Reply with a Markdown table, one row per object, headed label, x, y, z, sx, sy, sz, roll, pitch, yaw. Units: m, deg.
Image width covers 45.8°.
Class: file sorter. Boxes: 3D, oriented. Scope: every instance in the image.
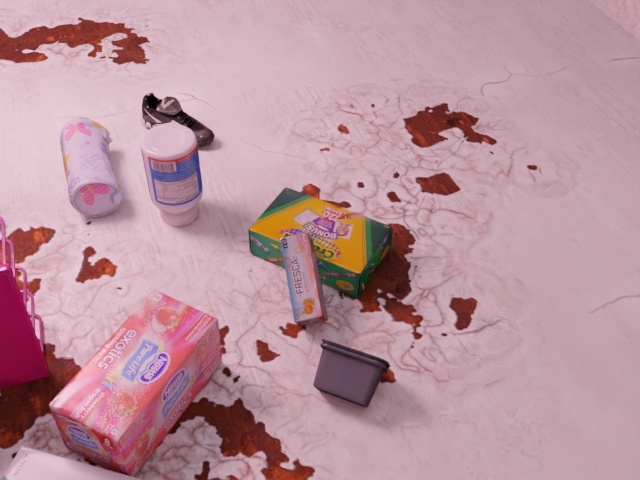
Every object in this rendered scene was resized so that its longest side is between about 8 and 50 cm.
| label | x | y | z | sx | sy | sz | roll | pitch | yaw |
| --- | --- | --- | --- | --- | --- | --- | --- | --- | --- |
| file sorter | -0.644 | 0.120 | 1.403 | 0.202 | 0.291 | 0.182 | -12 | 44 | -13 |

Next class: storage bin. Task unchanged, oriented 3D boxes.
| label | x | y | z | sx | sy | sz | roll | pitch | yaw |
| --- | --- | --- | --- | --- | --- | --- | --- | --- | --- |
| storage bin | 0.053 | 0.255 | 1.436 | 0.135 | 0.098 | 0.091 | 18 | 75 | 15 |

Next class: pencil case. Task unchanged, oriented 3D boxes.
| label | x | y | z | sx | sy | sz | roll | pitch | yaw |
| --- | --- | --- | --- | --- | --- | --- | --- | --- | --- |
| pencil case | -0.555 | -0.178 | 1.829 | 0.124 | 0.114 | 0.273 | 3 | 41 | -27 |

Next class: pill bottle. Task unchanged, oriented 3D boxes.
| label | x | y | z | sx | sy | sz | roll | pitch | yaw |
| --- | --- | --- | --- | --- | --- | --- | --- | --- | --- |
| pill bottle | -0.332 | -0.143 | 1.721 | 0.124 | 0.222 | 0.124 | 1 | 45 | -1 |

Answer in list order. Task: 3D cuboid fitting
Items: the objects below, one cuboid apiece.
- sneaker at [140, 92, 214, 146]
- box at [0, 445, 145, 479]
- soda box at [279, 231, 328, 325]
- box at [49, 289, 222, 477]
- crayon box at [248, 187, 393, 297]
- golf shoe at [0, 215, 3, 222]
| label | x | y | z | sx | sy | sz | roll | pitch | yaw |
| --- | --- | --- | --- | --- | --- | --- | --- | --- | --- |
| sneaker | -0.381 | -0.319 | 1.979 | 0.234 | 0.106 | 0.078 | 25 | 50 | 22 |
| box | -0.392 | 0.477 | 1.213 | 0.321 | 0.059 | 0.232 | 11 | 45 | 10 |
| soda box | -0.034 | 0.080 | 1.560 | 0.062 | 0.058 | 0.183 | -13 | 72 | 10 |
| box | -0.322 | 0.257 | 1.376 | 0.154 | 0.142 | 0.300 | 22 | 48 | 18 |
| crayon box | 0.000 | 0.000 | 1.687 | 0.278 | 0.081 | 0.165 | 21 | 48 | 18 |
| golf shoe | -0.763 | -0.038 | 1.716 | 0.085 | 0.069 | 0.176 | -12 | 47 | -22 |
